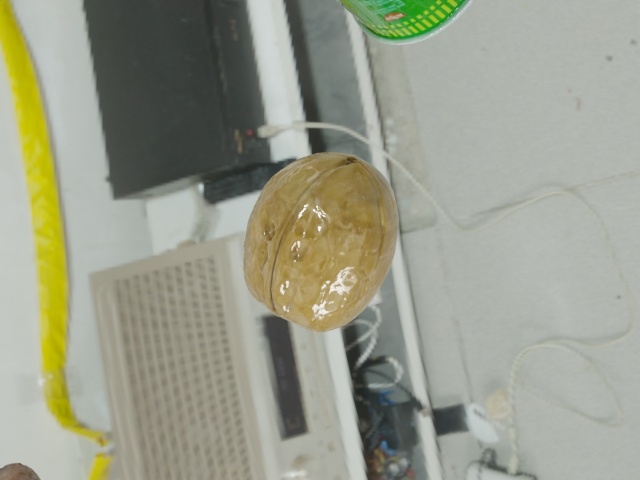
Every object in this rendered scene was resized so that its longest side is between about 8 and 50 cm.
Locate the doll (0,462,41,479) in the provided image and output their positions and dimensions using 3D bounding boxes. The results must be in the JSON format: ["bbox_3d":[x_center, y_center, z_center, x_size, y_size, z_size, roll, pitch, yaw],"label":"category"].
[{"bbox_3d":[-0.215,0.319,0.766,0.156,0.201,0.303,2,63,15],"label":"doll"}]

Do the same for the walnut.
[{"bbox_3d":[0.000,0.000,1.158,0.165,0.165,0.197,41,124,32],"label":"walnut"}]

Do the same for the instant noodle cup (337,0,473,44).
[{"bbox_3d":[0.045,-0.347,1.130,0.207,0.233,0.207,-13,68,36],"label":"instant noodle cup"}]
